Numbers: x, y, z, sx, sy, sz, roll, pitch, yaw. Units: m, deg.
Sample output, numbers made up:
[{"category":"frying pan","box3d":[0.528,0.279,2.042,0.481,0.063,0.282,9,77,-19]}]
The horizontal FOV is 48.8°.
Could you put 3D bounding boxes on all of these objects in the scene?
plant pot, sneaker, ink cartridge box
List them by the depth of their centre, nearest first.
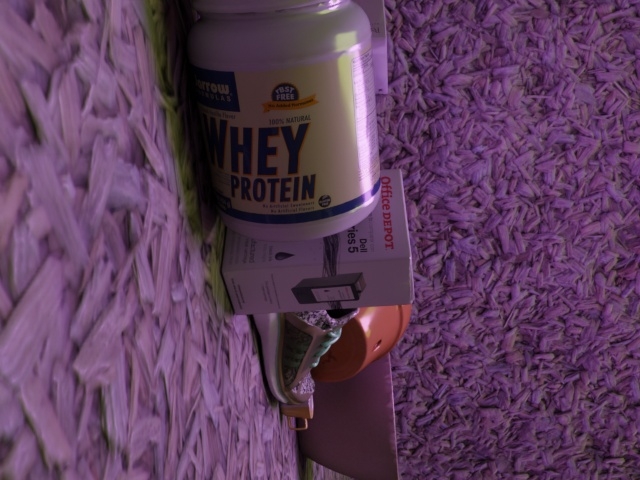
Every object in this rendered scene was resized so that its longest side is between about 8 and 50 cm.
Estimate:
[{"category":"ink cartridge box","box3d":[0.000,0.000,1.085,0.114,0.273,0.198,81,6,-47]},{"category":"sneaker","box3d":[-0.017,0.166,1.293,0.410,0.182,0.158,82,6,-45]},{"category":"plant pot","box3d":[0.034,0.169,1.524,0.203,0.291,0.290,-47,135,-62]}]

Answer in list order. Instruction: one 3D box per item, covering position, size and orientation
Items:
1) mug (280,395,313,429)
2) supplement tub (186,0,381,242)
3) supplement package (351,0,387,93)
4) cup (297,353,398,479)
[{"category":"mug","box3d":[-0.050,0.344,1.457,0.078,0.064,0.062,-88,173,-50]},{"category":"supplement tub","box3d":[-0.045,-0.186,0.931,0.235,0.236,0.324,-86,170,-62]},{"category":"supplement package","box3d":[-0.023,-0.337,1.170,0.204,0.262,0.145,65,20,-76]},{"category":"cup","box3d":[0.068,0.444,1.767,0.331,0.237,0.331,-4,90,-86]}]
